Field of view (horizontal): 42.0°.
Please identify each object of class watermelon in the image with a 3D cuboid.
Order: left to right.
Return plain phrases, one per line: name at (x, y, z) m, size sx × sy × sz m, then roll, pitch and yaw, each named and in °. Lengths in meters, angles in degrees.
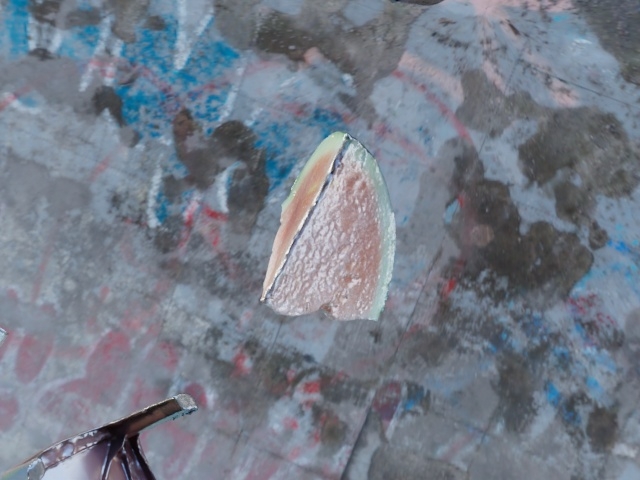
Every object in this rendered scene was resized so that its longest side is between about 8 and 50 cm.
watermelon at (0.021, -0.006, 0.860) m, size 0.136 × 0.202 × 0.207 m, roll 11°, pitch 140°, yaw -3°

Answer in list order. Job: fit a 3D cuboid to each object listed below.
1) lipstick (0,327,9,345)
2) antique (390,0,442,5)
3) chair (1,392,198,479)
lipstick at (-0.277, 0.109, 0.624) m, size 0.025 × 0.025 × 0.107 m, roll 34°, pitch 78°, yaw -9°
antique at (0.075, -0.316, 0.777) m, size 0.143 × 0.257 × 0.121 m, roll 25°, pitch 70°, yaw 21°
chair at (-0.238, 0.289, 0.839) m, size 0.326 × 0.176 × 0.183 m, roll -26°, pitch 86°, yaw 48°
